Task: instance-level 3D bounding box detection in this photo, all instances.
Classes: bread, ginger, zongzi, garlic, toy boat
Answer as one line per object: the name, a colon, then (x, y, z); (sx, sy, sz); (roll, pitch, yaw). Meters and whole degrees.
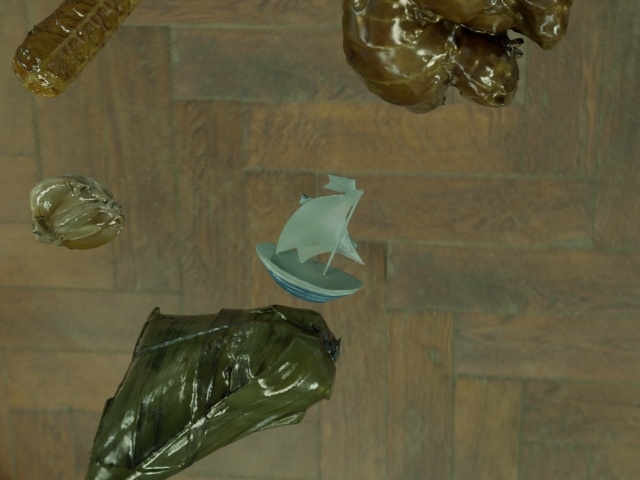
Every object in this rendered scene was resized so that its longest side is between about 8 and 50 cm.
bread: (-0.203, -0.182, 0.914); (0.052, 0.157, 0.044); (30, 146, -1)
ginger: (0.163, -0.293, 1.400); (0.274, 0.152, 0.357); (20, 139, -15)
zongzi: (-0.115, 0.188, 1.129); (0.250, 0.274, 0.125); (-9, 128, 28)
garlic: (-0.272, -0.035, 1.208); (0.094, 0.074, 0.113); (-33, 142, 5)
toy boat: (-0.011, 0.002, 1.022); (0.105, 0.034, 0.149); (3, 133, 8)
